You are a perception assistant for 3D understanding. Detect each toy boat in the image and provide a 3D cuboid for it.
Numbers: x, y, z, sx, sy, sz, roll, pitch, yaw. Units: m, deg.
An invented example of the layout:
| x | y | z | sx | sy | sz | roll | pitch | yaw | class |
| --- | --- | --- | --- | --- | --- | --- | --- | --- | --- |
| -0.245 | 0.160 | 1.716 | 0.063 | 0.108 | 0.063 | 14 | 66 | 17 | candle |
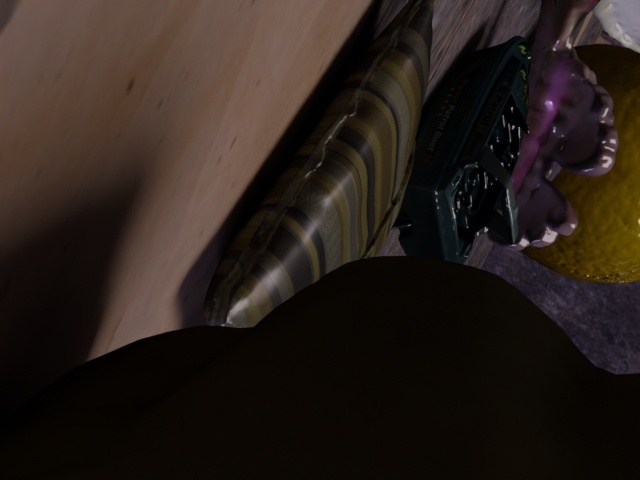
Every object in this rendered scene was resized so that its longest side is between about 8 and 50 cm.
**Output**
| x | y | z | sx | sy | sz | roll | pitch | yaw | class |
| --- | --- | --- | --- | --- | --- | --- | --- | --- | --- |
| 0.127 | -0.079 | 1.132 | 0.093 | 0.103 | 0.246 | 76 | 31 | -41 | toy boat |

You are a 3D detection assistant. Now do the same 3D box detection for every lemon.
| x | y | z | sx | sy | sz | roll | pitch | yaw | class |
| --- | --- | --- | --- | --- | --- | --- | --- | --- | --- |
| 0.318 | -0.085 | 1.631 | 0.293 | 0.293 | 0.293 | -59 | 171 | -15 | lemon |

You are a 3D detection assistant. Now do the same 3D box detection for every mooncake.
| x | y | z | sx | sy | sz | roll | pitch | yaw | class |
| --- | --- | --- | --- | --- | --- | --- | --- | --- | --- |
| 0.020 | 0.195 | 0.495 | 0.378 | 0.378 | 0.201 | -66 | 172 | 26 | mooncake |

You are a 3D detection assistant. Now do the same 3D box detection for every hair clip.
| x | y | z | sx | sy | sz | roll | pitch | yaw | class |
| --- | --- | --- | --- | --- | --- | --- | --- | --- | --- |
| 0.198 | -0.142 | 1.246 | 0.069 | 0.173 | 0.300 | -2 | 119 | -33 | hair clip |

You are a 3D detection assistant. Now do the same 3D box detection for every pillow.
| x | y | z | sx | sy | sz | roll | pitch | yaw | class |
| --- | --- | --- | --- | --- | --- | --- | --- | --- | --- |
| 0.000 | 0.000 | 0.780 | 0.212 | 0.052 | 0.208 | -59 | 167 | -25 | pillow |

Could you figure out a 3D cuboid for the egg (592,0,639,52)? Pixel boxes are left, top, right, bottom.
| x | y | z | sx | sy | sz | roll | pitch | yaw | class |
| --- | --- | --- | --- | --- | --- | --- | --- | --- | --- |
| 0.441 | -0.355 | 1.358 | 0.354 | 0.354 | 0.340 | 79 | 20 | -77 | egg |
